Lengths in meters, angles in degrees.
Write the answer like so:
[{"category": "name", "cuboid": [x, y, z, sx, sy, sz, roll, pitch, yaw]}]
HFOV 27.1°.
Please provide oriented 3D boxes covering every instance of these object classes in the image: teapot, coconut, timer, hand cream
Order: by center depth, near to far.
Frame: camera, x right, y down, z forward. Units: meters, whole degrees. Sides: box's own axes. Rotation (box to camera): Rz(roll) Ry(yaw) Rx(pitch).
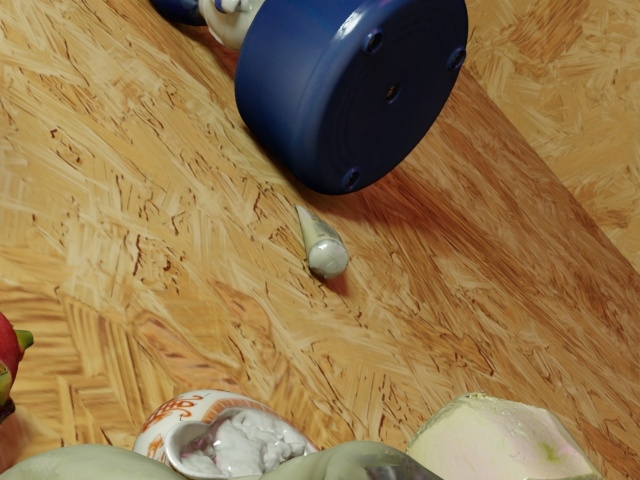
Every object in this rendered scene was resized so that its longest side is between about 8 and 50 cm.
[{"category": "teapot", "cuboid": [-0.034, 0.159, 0.786, 0.159, 0.116, 0.245, 39, 16, 27]}, {"category": "coconut", "cuboid": [0.143, 0.204, 1.024, 0.147, 0.147, 0.153, 30, 20, -38]}, {"category": "hand cream", "cuboid": [0.000, 0.000, 1.343, 0.061, 0.039, 0.143, 33, 11, -13]}, {"category": "timer", "cuboid": [-0.054, -0.255, 1.509, 0.383, 0.270, 0.270, 37, 12, 27]}]

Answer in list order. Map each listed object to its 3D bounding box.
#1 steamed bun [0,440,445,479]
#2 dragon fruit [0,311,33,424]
[{"category": "steamed bun", "cuboid": [-0.003, 0.217, 0.492, 0.367, 0.255, 0.342, 24, 30, -46]}, {"category": "dragon fruit", "cuboid": [-0.193, 0.064, 0.693, 0.086, 0.081, 0.116, 42, 15, 27]}]
